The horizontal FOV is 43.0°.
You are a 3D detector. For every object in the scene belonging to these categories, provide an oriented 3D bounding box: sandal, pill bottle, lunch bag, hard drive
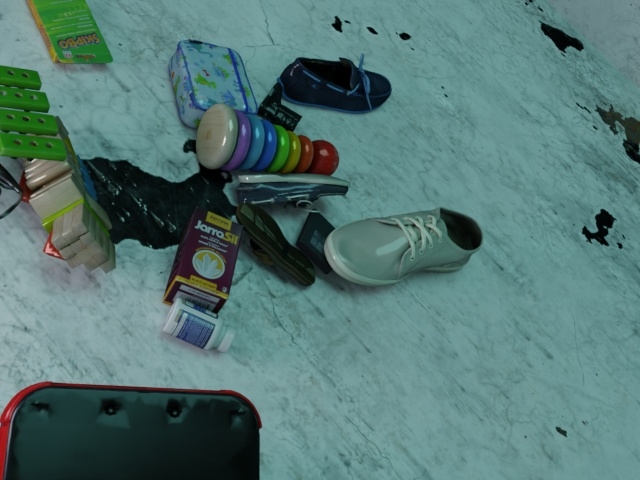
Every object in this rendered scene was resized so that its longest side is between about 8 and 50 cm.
[{"bbox_3d":[-0.099,0.017,1.653,0.219,0.060,0.090,44,31,-16],"label":"sandal"},{"bbox_3d":[-0.215,0.155,1.449,0.120,0.067,0.067,26,45,-13],"label":"pill bottle"},{"bbox_3d":[-0.241,-0.349,1.836,0.176,0.090,0.219,5,54,-34],"label":"lunch bag"},{"bbox_3d":[0.000,0.000,1.724,0.094,0.022,0.135,44,32,-14],"label":"hard drive"}]

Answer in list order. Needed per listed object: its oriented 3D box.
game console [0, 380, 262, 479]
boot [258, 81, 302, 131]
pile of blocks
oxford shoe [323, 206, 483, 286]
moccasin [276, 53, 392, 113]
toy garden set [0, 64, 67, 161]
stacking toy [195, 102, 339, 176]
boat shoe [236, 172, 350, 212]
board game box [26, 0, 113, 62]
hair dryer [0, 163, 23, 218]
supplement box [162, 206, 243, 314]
[{"bbox_3d":[-0.269,0.380,1.171,0.386,0.060,0.342,7,72,-22],"label":"game console"},{"bbox_3d":[-0.089,-0.314,1.938,0.099,0.045,0.121,31,51,-5],"label":"boot"},{"bbox_3d":[-0.470,-0.069,1.459,0.112,0.149,0.362,-28,55,0],"label":"pile of blocks"},{"bbox_3d":[0.195,0.000,1.791,0.449,0.130,0.169,-4,61,-39],"label":"oxford shoe"},{"bbox_3d":[0.058,-0.397,2.051,0.341,0.117,0.138,-9,61,-38],"label":"moccasin"},{"bbox_3d":[-0.572,-0.219,1.408,0.203,0.049,0.244,3,44,-37],"label":"toy garden set"},{"bbox_3d":[-0.102,-0.200,1.790,0.330,0.141,0.141,9,50,-37],"label":"stacking toy"},{"bbox_3d":[-0.055,-0.103,1.744,0.254,0.095,0.079,-2,100,-28],"label":"boat shoe"},{"bbox_3d":[-0.553,-0.473,1.768,0.124,0.039,0.260,-10,59,-38],"label":"board game box"},{"bbox_3d":[-0.631,-0.160,1.431,0.223,0.080,0.294,18,49,-25],"label":"hair dryer"},{"bbox_3d":[-0.219,0.042,1.531,0.104,0.081,0.188,22,45,-16],"label":"supplement box"}]
